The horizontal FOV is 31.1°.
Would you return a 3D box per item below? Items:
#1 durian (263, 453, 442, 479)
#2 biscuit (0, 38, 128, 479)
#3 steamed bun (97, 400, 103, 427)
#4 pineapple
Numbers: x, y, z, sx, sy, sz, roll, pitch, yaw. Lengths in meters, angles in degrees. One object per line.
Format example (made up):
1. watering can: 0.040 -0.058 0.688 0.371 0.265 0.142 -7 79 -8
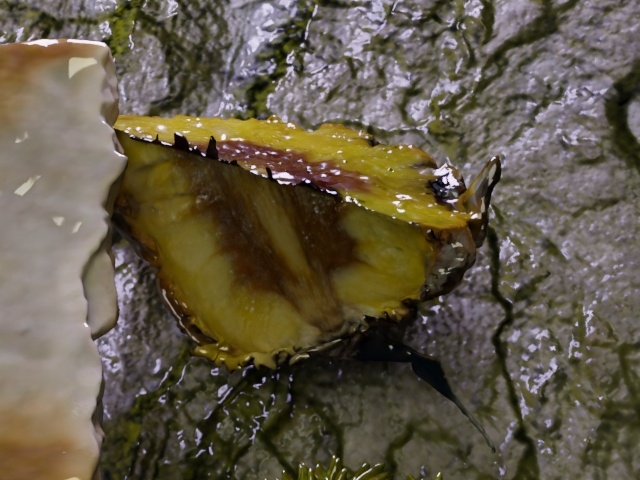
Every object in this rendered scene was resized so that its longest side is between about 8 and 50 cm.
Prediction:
1. durian: 0.020 0.213 0.585 0.176 0.237 0.200 0 69 20
2. biscuit: -0.216 0.012 0.675 0.204 0.040 0.309 -3 59 -3
3. steamed bun: -0.258 0.146 0.709 0.242 0.164 0.146 -39 63 -24
4. pineapple: -0.001 0.005 0.755 0.334 0.161 0.158 10 105 34
